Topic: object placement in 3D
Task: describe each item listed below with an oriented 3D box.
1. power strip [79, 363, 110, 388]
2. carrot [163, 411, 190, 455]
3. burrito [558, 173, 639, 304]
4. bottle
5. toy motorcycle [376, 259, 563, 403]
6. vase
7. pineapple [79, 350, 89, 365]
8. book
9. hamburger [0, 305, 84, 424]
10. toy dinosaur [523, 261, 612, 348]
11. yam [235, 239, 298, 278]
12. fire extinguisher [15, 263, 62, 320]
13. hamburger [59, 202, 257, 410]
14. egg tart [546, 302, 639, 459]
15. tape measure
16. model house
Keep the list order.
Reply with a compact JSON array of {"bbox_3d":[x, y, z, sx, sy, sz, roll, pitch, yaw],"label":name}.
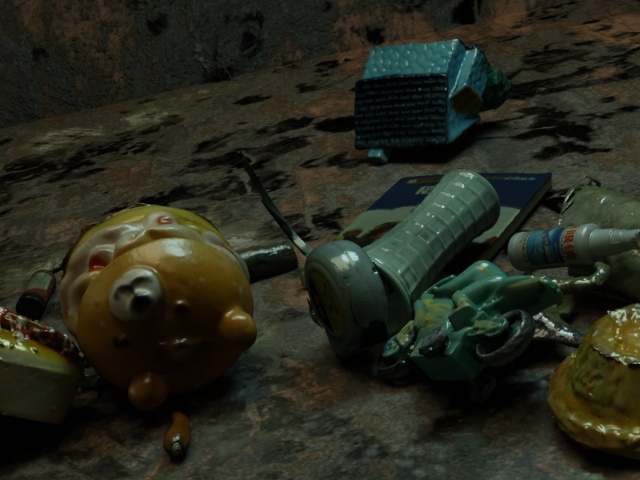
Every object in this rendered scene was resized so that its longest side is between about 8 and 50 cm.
[{"bbox_3d":[-0.329,0.173,2.026,0.060,0.027,0.252,-10,20,3],"label":"power strip"},{"bbox_3d":[-0.186,0.250,1.727,0.035,0.035,0.142,-12,12,-1],"label":"carrot"},{"bbox_3d":[0.438,0.010,1.859,0.175,0.107,0.348,-44,31,-9],"label":"burrito"},{"bbox_3d":[0.357,0.008,1.827,0.060,0.060,0.217,-29,15,-39],"label":"bottle"},{"bbox_3d":[0.196,0.106,1.704,0.198,0.109,0.296,-52,19,-23],"label":"toy motorcycle"},{"bbox_3d":[0.151,0.010,1.967,0.143,0.143,0.299,5,33,40],"label":"vase"},{"bbox_3d":[-0.341,0.169,1.974,0.083,0.019,0.045,-24,21,-39],"label":"pineapple"},{"bbox_3d":[0.189,-0.023,2.236,0.300,0.039,0.428,-1,23,29],"label":"book"},{"bbox_3d":[-0.471,0.163,1.812,0.295,0.151,0.227,11,-14,-7],"label":"hamburger"},{"bbox_3d":[0.274,0.098,1.813,0.162,0.077,0.294,-33,14,-36],"label":"toy dinosaur"},{"bbox_3d":[-0.170,0.055,2.214,0.274,0.061,0.061,-16,20,-12],"label":"yam"},{"bbox_3d":[-0.493,0.086,2.330,0.062,0.050,0.177,-29,18,10],"label":"fire extinguisher"},{"bbox_3d":[-0.221,0.101,1.842,0.276,0.276,0.237,-16,32,-11],"label":"hamburger"},{"bbox_3d":[0.399,0.155,1.525,0.288,0.118,0.288,-7,22,3],"label":"egg tart"},{"bbox_3d":[0.000,0.000,1.819,0.084,0.330,0.164,-21,-8,-28],"label":"tape measure"},{"bbox_3d":[0.222,-0.255,2.703,0.261,0.226,0.241,1,60,41],"label":"model house"}]
